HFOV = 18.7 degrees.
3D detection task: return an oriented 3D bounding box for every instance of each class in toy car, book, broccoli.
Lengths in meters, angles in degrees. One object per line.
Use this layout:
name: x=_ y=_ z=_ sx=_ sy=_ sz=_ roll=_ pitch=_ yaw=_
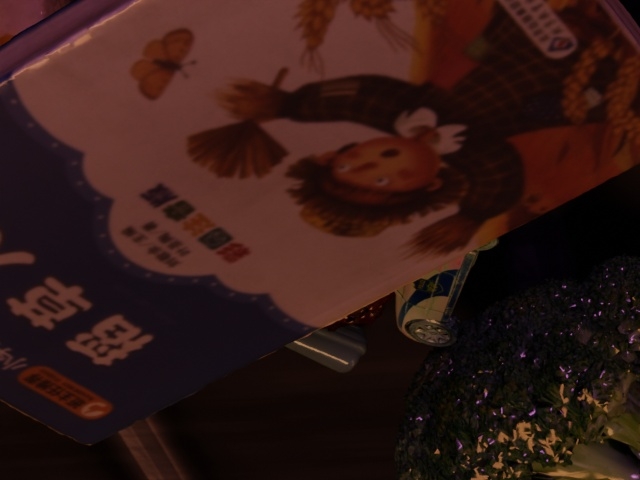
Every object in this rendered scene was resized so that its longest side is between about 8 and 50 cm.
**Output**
toy car: x=0.073 y=-0.015 z=1.227 sx=0.076 sy=0.090 sz=0.224 roll=13 pitch=150 yaw=0
book: x=-0.045 y=-0.040 z=1.029 sx=0.428 sy=0.039 sz=0.300 roll=-28 pitch=141 yaw=19
broccoli: x=0.169 y=0.135 z=1.302 sx=0.241 sy=0.269 sz=0.261 roll=26 pitch=-168 yaw=20

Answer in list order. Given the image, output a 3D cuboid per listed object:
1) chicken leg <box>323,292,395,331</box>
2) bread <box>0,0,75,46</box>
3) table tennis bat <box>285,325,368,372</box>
chicken leg: x=0.000 y=0.000 z=1.301 sx=0.105 sy=0.063 sz=0.234 roll=0 pitch=151 yaw=29
bread: x=-0.255 y=-0.050 z=1.306 sx=0.345 sy=0.242 sz=0.405 roll=-5 pitch=177 yaw=17
table tennis bat: x=-0.071 y=0.039 z=1.420 sx=0.237 sy=0.038 sz=0.149 roll=26 pitch=145 yaw=-21
